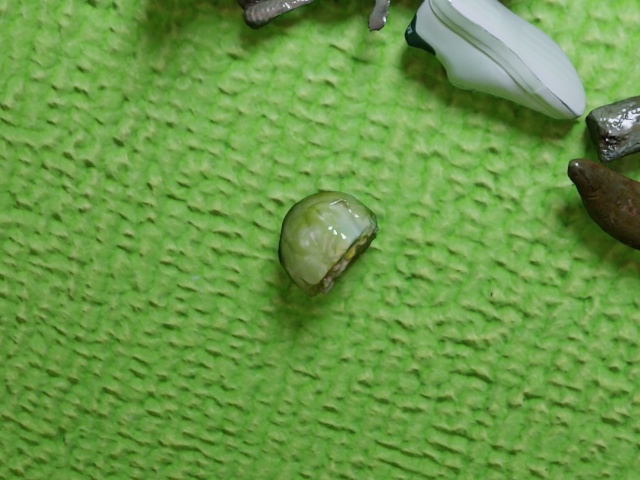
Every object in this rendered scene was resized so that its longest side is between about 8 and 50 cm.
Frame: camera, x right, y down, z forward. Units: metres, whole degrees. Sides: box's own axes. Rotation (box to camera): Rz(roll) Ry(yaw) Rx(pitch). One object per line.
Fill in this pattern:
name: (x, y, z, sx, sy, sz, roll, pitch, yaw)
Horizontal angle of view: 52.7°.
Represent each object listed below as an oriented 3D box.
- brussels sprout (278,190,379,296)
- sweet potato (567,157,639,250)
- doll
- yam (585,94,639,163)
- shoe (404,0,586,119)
brussels sprout: (-0.001, -0.005, 0.926, 0.122, 0.149, 0.151, 38, 69, 12)
sweet potato: (0.469, -0.039, 0.867, 0.310, 0.098, 0.124, 7, 113, 1)
doll: (0.037, -0.350, 0.850, 0.286, 0.091, 0.202, -41, 63, 6)
yam: (0.446, -0.161, 0.848, 0.179, 0.078, 0.078, -15, 103, 11)
shoe: (0.230, -0.238, 0.861, 0.265, 0.095, 0.110, 35, 145, -18)
